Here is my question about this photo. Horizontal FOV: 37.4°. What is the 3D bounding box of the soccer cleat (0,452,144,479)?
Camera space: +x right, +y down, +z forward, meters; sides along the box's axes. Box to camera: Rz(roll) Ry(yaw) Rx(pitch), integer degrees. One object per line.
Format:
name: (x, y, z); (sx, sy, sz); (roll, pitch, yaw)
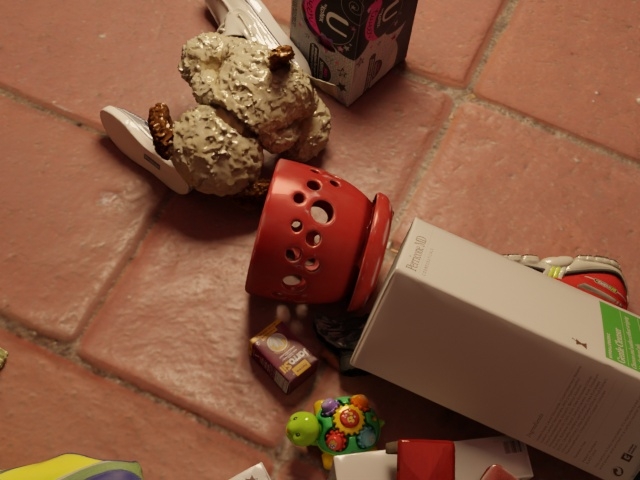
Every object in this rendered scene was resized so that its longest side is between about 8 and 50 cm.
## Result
soccer cleat: (-0.354, 0.309, 1.142); (0.289, 0.093, 0.121); (1, 28, 0)

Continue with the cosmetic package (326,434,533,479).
cosmetic package: (0.132, 0.296, 1.173); (0.239, 0.099, 0.060); (-5, 62, -8)

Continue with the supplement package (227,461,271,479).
supplement package: (-0.090, 0.423, 1.046); (0.204, 0.145, 0.262); (-26, 64, -19)

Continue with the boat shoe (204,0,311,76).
boat shoe: (-0.125, -0.327, 1.539); (0.088, 0.096, 0.267); (-30, 74, -26)

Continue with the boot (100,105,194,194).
boot: (-0.242, -0.152, 1.439); (0.190, 0.069, 0.086); (41, 56, 9)

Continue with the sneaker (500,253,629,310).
sneaker: (0.298, 0.086, 1.317); (0.279, 0.107, 0.118); (-3, 68, -4)

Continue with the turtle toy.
turtle toy: (0.020, 0.240, 1.214); (0.130, 0.066, 0.095); (-6, 59, -9)

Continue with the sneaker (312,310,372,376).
sneaker: (0.077, 0.136, 1.292); (0.170, 0.051, 0.089); (-5, 62, -5)

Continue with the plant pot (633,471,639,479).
plant pot: (0.501, 0.351, 1.070); (0.293, 0.235, 0.293); (1, 67, -2)

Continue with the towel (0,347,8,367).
towel: (-0.493, 0.172, 1.232); (0.110, 0.027, 0.148); (36, 61, 15)

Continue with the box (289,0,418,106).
box: (0.053, -0.360, 1.479); (0.142, 0.247, 0.163); (38, 63, 18)

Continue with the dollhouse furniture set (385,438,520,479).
dollhouse furniture set: (0.174, 0.406, 1.014); (0.201, 0.152, 0.374); (3, 78, -3)

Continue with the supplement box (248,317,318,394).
supplement box: (-0.051, 0.156, 1.273); (0.055, 0.043, 0.083); (-37, 69, -25)

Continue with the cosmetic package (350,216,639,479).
cosmetic package: (0.243, 0.134, 1.191); (0.365, 0.155, 0.197); (25, 24, 2)

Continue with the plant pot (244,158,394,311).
plant pot: (0.000, 0.000, 1.289); (0.174, 0.191, 0.191); (15, 58, 0)

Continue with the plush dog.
plush dog: (-0.118, -0.166, 1.361); (0.262, 0.210, 0.225); (34, 81, -10)
